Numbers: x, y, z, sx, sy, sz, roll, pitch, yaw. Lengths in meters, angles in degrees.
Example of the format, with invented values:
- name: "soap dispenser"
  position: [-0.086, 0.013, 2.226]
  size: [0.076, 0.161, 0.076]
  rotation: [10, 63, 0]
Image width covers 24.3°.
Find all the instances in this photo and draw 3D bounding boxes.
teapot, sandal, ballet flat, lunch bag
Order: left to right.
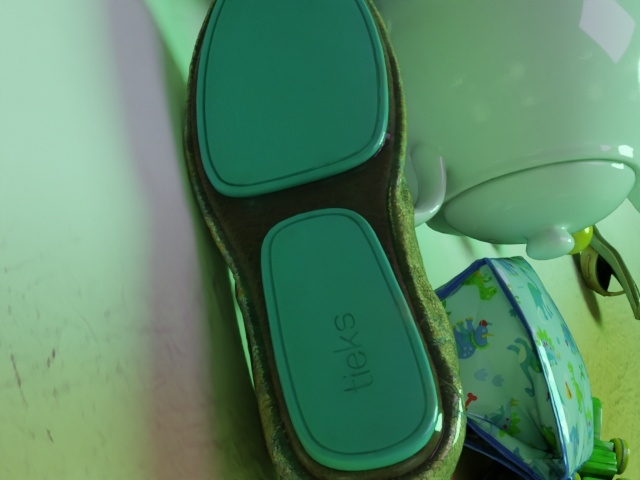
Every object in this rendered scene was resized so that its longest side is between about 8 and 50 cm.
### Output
- name: "ballet flat"
  position: [0.000, 0.000, 0.771]
  size: [0.123, 0.123, 0.348]
  rotation: [43, 28, -48]
- name: "teapot"
  position: [0.133, -0.077, 1.029]
  size: [0.252, 0.256, 0.187]
  rotation: [64, 16, -72]
- name: "lunch bag"
  position: [0.130, 0.092, 1.004]
  size: [0.151, 0.096, 0.129]
  rotation: [57, 17, 9]
- name: "sandal"
  position: [0.312, 0.027, 1.674]
  size: [0.180, 0.049, 0.072]
  rotation: [60, 7, 37]

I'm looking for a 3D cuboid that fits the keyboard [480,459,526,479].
- name: "keyboard"
  position: [0.140, 0.246, 0.941]
  size: [0.201, 0.033, 0.317]
  rotation: [63, 19, 1]

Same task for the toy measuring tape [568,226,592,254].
- name: "toy measuring tape"
  position: [0.116, -0.119, 1.234]
  size: [0.330, 0.121, 0.121]
  rotation: [55, 19, -4]

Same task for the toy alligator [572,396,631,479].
- name: "toy alligator"
  position: [0.211, 0.209, 1.160]
  size: [0.051, 0.056, 0.189]
  rotation: [110, -14, -47]
